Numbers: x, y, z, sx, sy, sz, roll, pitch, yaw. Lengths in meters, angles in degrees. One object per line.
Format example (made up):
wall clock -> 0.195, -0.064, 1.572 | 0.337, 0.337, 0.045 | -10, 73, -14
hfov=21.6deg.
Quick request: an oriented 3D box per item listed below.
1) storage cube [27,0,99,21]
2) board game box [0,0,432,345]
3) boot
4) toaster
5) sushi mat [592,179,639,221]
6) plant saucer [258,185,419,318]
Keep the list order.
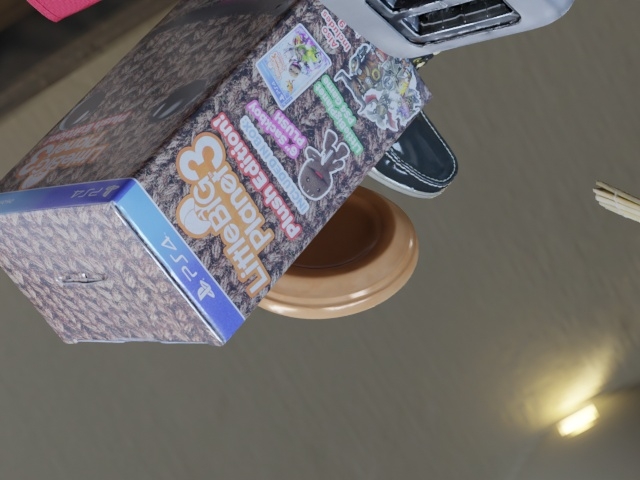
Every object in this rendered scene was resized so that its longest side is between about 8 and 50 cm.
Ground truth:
storage cube -> -0.132, -0.282, 1.021 | 0.193, 0.183, 0.215 | -19, -135, 30
board game box -> -0.097, -0.066, 1.331 | 0.232, 0.141, 0.291 | -4, -141, 51
boot -> 0.079, -0.150, 1.591 | 0.178, 0.236, 0.085 | -29, -158, 50
toaster -> 0.066, -0.218, 1.107 | 0.186, 0.168, 0.110 | -9, -124, 40
sushi mat -> 0.336, 0.034, 1.176 | 0.316, 0.151, 0.019 | 29, -88, 52
plant saucer -> 0.000, 0.000, 1.703 | 0.200, 0.037, 0.200 | -2, -139, 2
